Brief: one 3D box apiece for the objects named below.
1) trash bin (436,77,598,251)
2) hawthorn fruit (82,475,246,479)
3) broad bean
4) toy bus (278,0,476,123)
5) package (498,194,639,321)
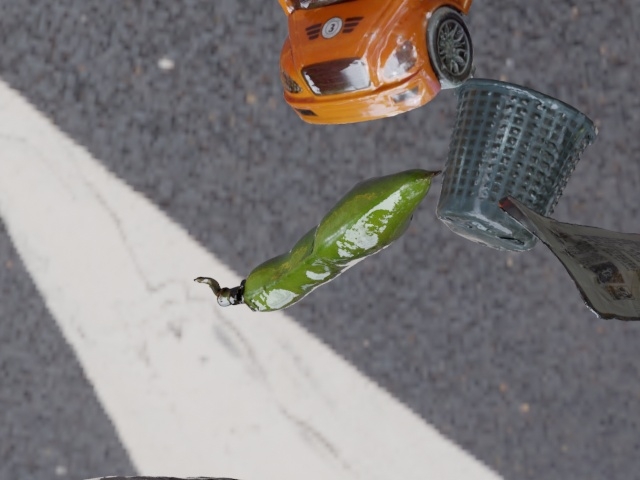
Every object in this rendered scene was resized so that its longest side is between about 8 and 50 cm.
[{"bbox_3d":[0.209,-0.079,1.976,0.175,0.161,0.175,20,168,4],"label":"trash bin"},{"bbox_3d":[-0.014,0.136,0.321,0.188,0.169,0.169,39,145,26],"label":"hawthorn fruit"},{"bbox_3d":[0.004,0.007,1.511,0.075,0.067,0.325,9,152,-33],"label":"broad bean"},{"bbox_3d":[0.054,-0.250,1.336,0.143,0.329,0.153,-5,144,39],"label":"toy bus"},{"bbox_3d":[0.274,0.024,1.530,0.239,0.154,0.030,7,122,-40],"label":"package"}]
